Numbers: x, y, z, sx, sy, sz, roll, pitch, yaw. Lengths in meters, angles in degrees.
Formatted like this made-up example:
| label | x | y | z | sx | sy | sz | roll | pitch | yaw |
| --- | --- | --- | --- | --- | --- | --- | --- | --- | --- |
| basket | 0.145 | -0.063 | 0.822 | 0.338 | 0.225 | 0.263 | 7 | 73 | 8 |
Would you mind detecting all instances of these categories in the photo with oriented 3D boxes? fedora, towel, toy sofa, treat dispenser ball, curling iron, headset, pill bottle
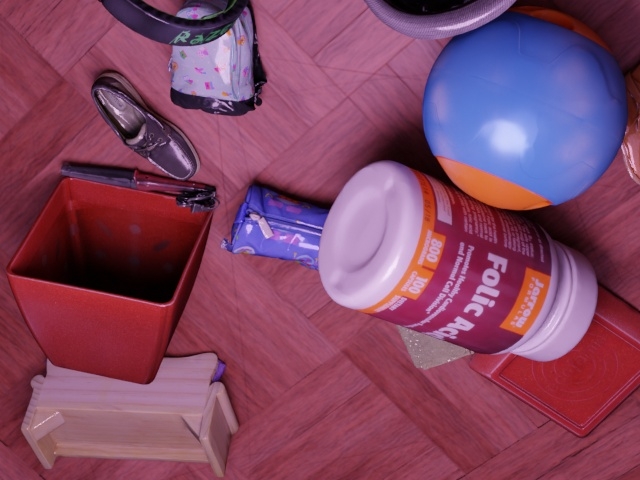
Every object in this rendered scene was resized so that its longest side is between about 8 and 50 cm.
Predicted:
| label | x | y | z | sx | sy | sz | roll | pitch | yaw |
| --- | --- | --- | --- | --- | --- | --- | --- | --- | --- |
| fedora | 0.188 | -0.398 | 1.679 | 0.275 | 0.124 | 0.244 | -22 | 80 | 20 |
| towel | 0.187 | 0.149 | 2.030 | 0.110 | 0.027 | 0.148 | -20 | 113 | 20 |
| toy sofa | -0.337 | 0.311 | 2.160 | 0.362 | 0.177 | 0.150 | 0 | 141 | 10 |
| treat dispenser ball | 0.289 | -0.187 | 1.696 | 0.288 | 0.288 | 0.288 | 4 | 117 | 9 |
| curling iron | -0.299 | -0.095 | 1.982 | 0.274 | 0.068 | 0.035 | 14 | 114 | 7 |
| headset | -0.246 | -0.463 | 1.690 | 0.394 | 0.243 | 0.185 | 55 | 140 | 9 |
| pill bottle | 0.213 | 0.044 | 1.797 | 0.392 | 0.224 | 0.224 | 20 | 122 | -30 |

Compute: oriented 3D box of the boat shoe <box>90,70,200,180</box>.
| label | x | y | z | sx | sy | sz | roll | pitch | yaw |
| --- | --- | --- | --- | --- | --- | --- | --- | --- | --- |
| boat shoe | -0.290 | -0.174 | 1.932 | 0.080 | 0.073 | 0.223 | -37 | 104 | 24 |

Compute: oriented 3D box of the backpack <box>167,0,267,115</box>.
| label | x | y | z | sx | sy | sz | roll | pitch | yaw |
| --- | --- | --- | --- | --- | --- | --- | --- | --- | --- |
| backpack | -0.162 | -0.288 | 1.830 | 0.152 | 0.115 | 0.182 | 9 | 115 | 9 |

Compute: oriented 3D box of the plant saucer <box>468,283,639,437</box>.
| label | x | y | z | sx | sy | sz | roll | pitch | yaw |
| --- | --- | --- | --- | --- | --- | --- | --- | --- | --- |
| plant saucer | 0.422 | 0.201 | 1.991 | 0.259 | 0.048 | 0.258 | 33 | 117 | -11 |

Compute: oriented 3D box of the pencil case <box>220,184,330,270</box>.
| label | x | y | z | sx | sy | sz | roll | pitch | yaw |
| --- | --- | --- | --- | --- | --- | --- | --- | --- | --- |
| pencil case | 0.000 | 0.000 | 1.935 | 0.306 | 0.133 | 0.119 | 16 | 85 | 2 |

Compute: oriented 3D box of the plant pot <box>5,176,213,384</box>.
| label | x | y | z | sx | sy | sz | roll | pitch | yaw |
| --- | --- | --- | --- | --- | --- | --- | --- | --- | --- |
| plant pot | -0.341 | 0.083 | 1.980 | 0.267 | 0.267 | 0.236 | 11 | 129 | 5 |

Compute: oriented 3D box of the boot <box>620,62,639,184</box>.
| label | x | y | z | sx | sy | sz | roll | pitch | yaw |
| --- | --- | --- | --- | --- | --- | --- | --- | --- | --- |
| boot | 0.505 | -0.165 | 1.792 | 0.197 | 0.073 | 0.152 | 35 | 113 | -11 |
